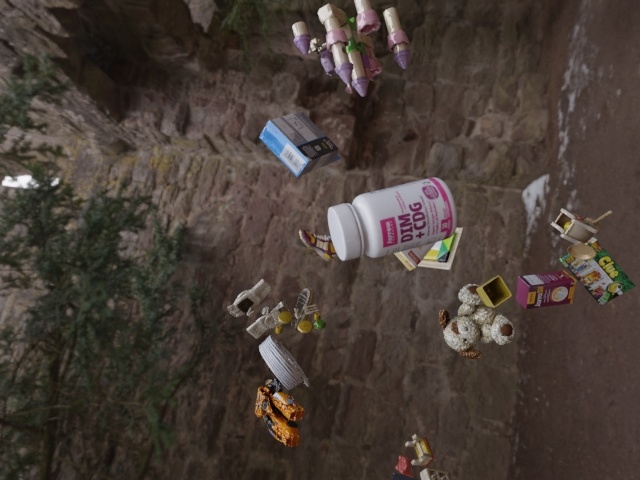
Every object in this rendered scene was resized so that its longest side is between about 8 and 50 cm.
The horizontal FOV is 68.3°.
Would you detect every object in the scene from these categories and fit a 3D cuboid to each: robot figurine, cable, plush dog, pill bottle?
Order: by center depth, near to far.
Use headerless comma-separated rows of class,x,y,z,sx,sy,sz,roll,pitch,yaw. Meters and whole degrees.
pill bottle,0.171,-0.049,1.155,0.160,0.283,0.160,165,90,-80
plush dog,0.585,0.333,1.845,0.262,0.226,0.210,55,176,20
robot figurine,-0.170,0.671,1.860,0.085,0.291,0.210,5,-84,-36
cable,-0.177,0.554,2.152,0.257,0.089,0.257,54,174,-39

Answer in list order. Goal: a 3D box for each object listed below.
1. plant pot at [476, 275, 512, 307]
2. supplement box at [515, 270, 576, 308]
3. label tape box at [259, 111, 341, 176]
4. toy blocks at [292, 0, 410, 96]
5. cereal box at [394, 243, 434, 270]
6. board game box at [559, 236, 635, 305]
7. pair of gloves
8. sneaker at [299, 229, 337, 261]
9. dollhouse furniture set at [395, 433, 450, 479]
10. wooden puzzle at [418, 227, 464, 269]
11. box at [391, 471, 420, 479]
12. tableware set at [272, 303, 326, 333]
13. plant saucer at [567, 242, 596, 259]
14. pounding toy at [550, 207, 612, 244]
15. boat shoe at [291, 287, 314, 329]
plant pot,0.583,0.177,1.614,0.081,0.081,0.083,59,167,6
supplement box,0.841,0.185,1.767,0.080,0.188,0.104,-109,13,-64
label tape box,-0.055,-0.422,1.994,0.334,0.240,0.106,-33,-13,-48
toy blocks,0.096,-0.554,1.449,0.289,0.309,0.259,-14,-91,-58
cereal box,0.373,-0.016,1.902,0.240,0.173,0.047,-45,2,-35
board game box,0.982,0.113,1.674,0.136,0.260,0.030,-41,18,22
pair of gloves,-0.251,0.296,1.983,0.240,0.204,0.042,57,179,-32
sneaker,0.000,0.000,1.799,0.185,0.084,0.069,38,-161,-33
dollhouse furniture set,0.436,1.011,1.899,0.201,0.152,0.374,-55,27,24
wooden puzzle,0.575,0.031,2.320,0.044,0.239,0.220,30,-106,-32
box,0.357,0.889,1.569,0.261,0.185,0.103,54,-133,-35
tableware set,-0.066,0.252,1.450,0.104,0.154,0.024,-118,23,-47
plant saucer,0.868,0.033,1.568,0.083,0.084,0.015,80,-148,-56
pounding toy,0.976,-0.080,1.773,0.270,0.154,0.154,-12,-47,-58
boat shoe,-0.056,0.267,1.867,0.068,0.072,0.189,52,127,48
